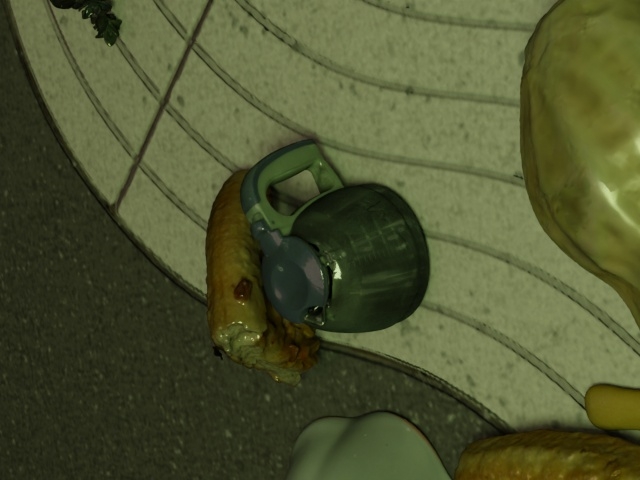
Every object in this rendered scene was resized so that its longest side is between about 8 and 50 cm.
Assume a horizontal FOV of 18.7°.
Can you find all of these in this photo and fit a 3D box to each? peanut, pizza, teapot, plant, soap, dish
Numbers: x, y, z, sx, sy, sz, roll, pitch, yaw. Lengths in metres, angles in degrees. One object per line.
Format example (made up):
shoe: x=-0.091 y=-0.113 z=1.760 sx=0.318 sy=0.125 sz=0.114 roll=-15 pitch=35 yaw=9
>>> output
peanut: x=0.221 y=-0.017 z=1.194 sx=0.152 sy=0.152 sz=0.313 roll=-44 pitch=72 yaw=44
pizza: x=-0.043 y=0.046 z=1.513 sx=0.062 sy=0.182 sz=0.161 roll=-15 pitch=115 yaw=11
teapot: x=0.008 y=0.002 z=1.448 sx=0.111 sy=0.108 sz=0.149 roll=0 pitch=102 yaw=44
plant: x=-0.202 y=-0.208 z=1.646 sx=0.102 sy=0.051 sz=0.051 roll=48 pitch=131 yaw=19
soap: x=0.218 y=0.117 z=1.336 sx=0.089 sy=0.012 sz=0.034 roll=2 pitch=103 yaw=46
pizza: x=0.198 y=0.270 z=1.364 sx=0.280 sy=0.075 sz=0.288 roll=18 pitch=116 yaw=46
dish: x=0.025 y=0.248 z=1.524 sx=0.229 sy=0.081 sz=0.229 roll=15 pitch=112 yaw=43
